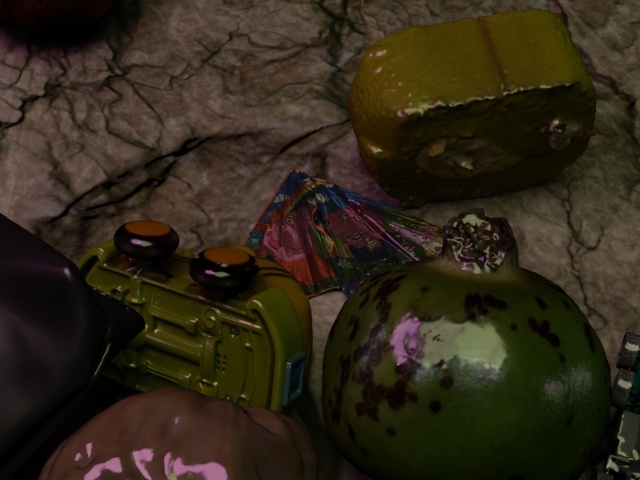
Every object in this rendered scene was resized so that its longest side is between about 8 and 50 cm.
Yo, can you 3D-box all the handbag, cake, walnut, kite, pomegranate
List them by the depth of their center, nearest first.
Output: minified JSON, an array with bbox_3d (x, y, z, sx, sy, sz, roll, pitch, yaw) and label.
[{"bbox_3d":[-0.104,0.250,0.861,0.227,0.273,0.273,-20,41,37],"label":"walnut"},{"bbox_3d":[0.123,0.110,0.961,0.254,0.271,0.254,1,14,0],"label":"pomegranate"},{"bbox_3d":[-0.335,0.115,0.967,0.342,0.152,0.288,24,74,42],"label":"handbag"},{"bbox_3d":[0.000,0.000,1.196,0.321,0.016,0.234,-15,55,-14],"label":"kite"},{"bbox_3d":[0.161,-0.138,1.210,0.260,0.179,0.156,-10,53,-6],"label":"cake"}]

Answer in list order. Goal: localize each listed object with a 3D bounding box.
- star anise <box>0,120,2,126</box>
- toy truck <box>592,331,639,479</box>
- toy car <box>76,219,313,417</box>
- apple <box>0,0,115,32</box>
[{"bbox_3d":[-0.503,-0.088,1.177,0.331,0.118,0.332,1,58,-1],"label":"star anise"},{"bbox_3d":[0.304,0.188,1.007,0.110,0.116,0.216,17,61,12],"label":"toy truck"},{"bbox_3d":[-0.110,0.080,1.036,0.247,0.200,0.142,20,24,23],"label":"toy car"},{"bbox_3d":[-0.337,-0.360,1.337,0.229,0.230,0.230,1,52,-2],"label":"apple"}]
